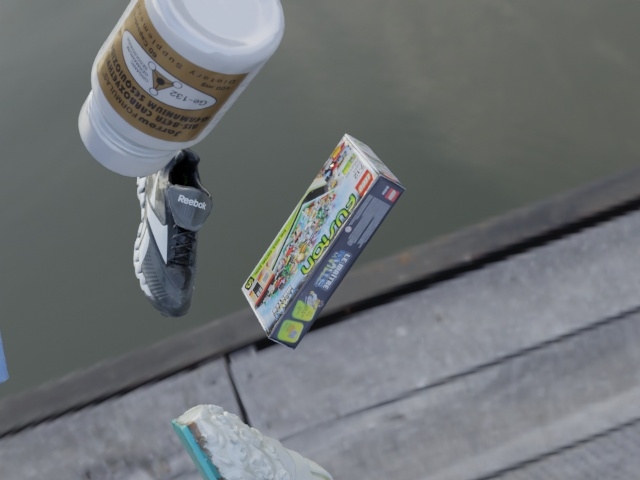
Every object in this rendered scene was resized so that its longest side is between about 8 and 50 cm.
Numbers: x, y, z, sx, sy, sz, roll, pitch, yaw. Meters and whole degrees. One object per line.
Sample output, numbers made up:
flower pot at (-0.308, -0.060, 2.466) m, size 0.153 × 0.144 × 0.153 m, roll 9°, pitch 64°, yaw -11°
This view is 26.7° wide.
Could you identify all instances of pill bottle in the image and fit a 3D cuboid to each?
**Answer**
pill bottle at (-0.140, -0.159, 1.261) m, size 0.131 × 0.229 × 0.131 m, roll 16°, pitch 55°, yaw -24°

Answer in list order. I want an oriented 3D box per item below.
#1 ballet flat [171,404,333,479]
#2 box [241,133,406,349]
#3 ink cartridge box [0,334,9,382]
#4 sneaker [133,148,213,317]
ballet flat at (-0.032, 0.320, 1.470) m, size 0.147 × 0.409 × 0.147 m, roll -17°, pitch 26°, yaw 9°
box at (0.000, 0.000, 1.409) m, size 0.207 × 0.036 × 0.114 m, roll -56°, pitch 29°, yaw 12°
ink cartridge box at (-0.468, -0.035, 1.252) m, size 0.270 × 0.396 × 0.151 m, roll -12°, pitch 3°, yaw -34°
sneaker at (-0.184, -0.019, 1.720) m, size 0.106 × 0.078 × 0.234 m, roll -35°, pitch 51°, yaw 44°
